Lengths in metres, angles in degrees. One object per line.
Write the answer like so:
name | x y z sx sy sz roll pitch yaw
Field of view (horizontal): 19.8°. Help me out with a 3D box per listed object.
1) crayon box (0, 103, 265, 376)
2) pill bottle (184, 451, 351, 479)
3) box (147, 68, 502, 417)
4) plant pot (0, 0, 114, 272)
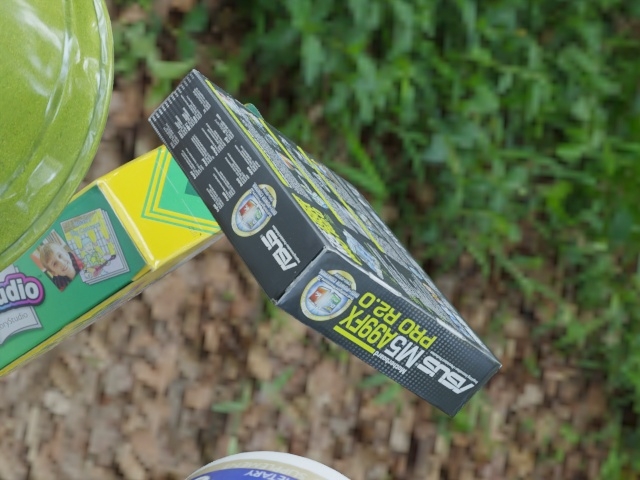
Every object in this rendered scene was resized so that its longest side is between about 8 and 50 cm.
crayon box | -0.236 0.028 1.798 0.106 0.363 0.313 56 30 -2
pill bottle | -0.046 0.155 0.607 0.187 0.112 0.112 -39 129 -61
box | 0.000 0.000 1.423 0.060 0.270 0.216 -48 131 9
plant pot | -0.360 -0.162 1.200 0.353 0.367 0.366 58 44 -72
